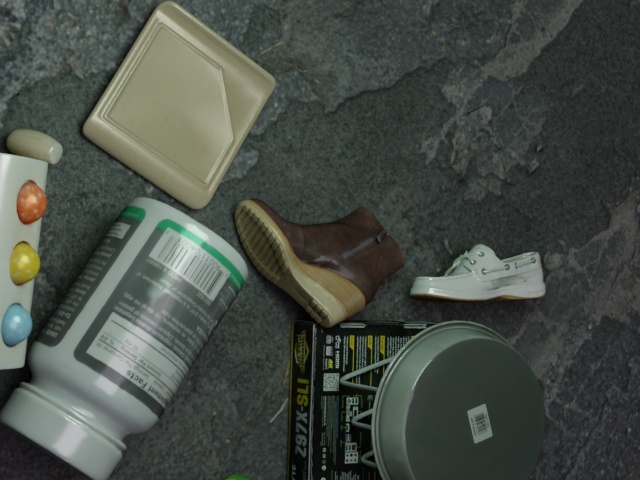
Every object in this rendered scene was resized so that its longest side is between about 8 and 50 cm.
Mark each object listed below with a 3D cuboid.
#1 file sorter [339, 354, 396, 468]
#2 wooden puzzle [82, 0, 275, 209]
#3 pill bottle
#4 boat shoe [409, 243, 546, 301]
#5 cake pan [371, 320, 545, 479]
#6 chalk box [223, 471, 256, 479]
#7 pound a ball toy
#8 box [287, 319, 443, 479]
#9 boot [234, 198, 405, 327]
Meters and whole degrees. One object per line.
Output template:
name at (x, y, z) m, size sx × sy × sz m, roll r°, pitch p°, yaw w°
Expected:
file sorter at (0.167, 0.315, 1.886) m, size 0.193 × 0.173 × 0.277 m, roll -18°, pitch 98°, yaw -28°
wooden puzzle at (-0.208, -0.199, 1.853) m, size 0.221 × 0.044 × 0.238 m, roll 35°, pitch 78°, yaw -24°
pill bottle at (-0.273, 0.138, 1.720) m, size 0.204 × 0.204 × 0.361 m, roll 39°, pitch 73°, yaw -22°
boat shoe at (0.259, 0.054, 2.072) m, size 0.277 × 0.098 × 0.096 m, roll -1°, pitch 90°, yaw -37°
cake pan at (0.208, 0.262, 1.781) m, size 0.293 × 0.054 × 0.293 m, roll 0°, pitch 89°, yaw -31°
chalk box at (-0.118, 0.435, 1.843) m, size 0.213 × 0.132 × 0.132 m, roll -33°, pitch 105°, yaw -26°
pound a ball toy at (-0.409, 0.003, 1.641) m, size 0.136 × 0.208 × 0.319 m, roll 7°, pitch 89°, yaw 17°
box at (0.077, 0.288, 1.980) m, size 0.257 × 0.079 × 0.322 m, roll 2°, pitch 88°, yaw -30°
boot at (0.000, 0.000, 1.949) m, size 0.248 × 0.090 × 0.207 m, roll 50°, pitch 49°, yaw -1°
